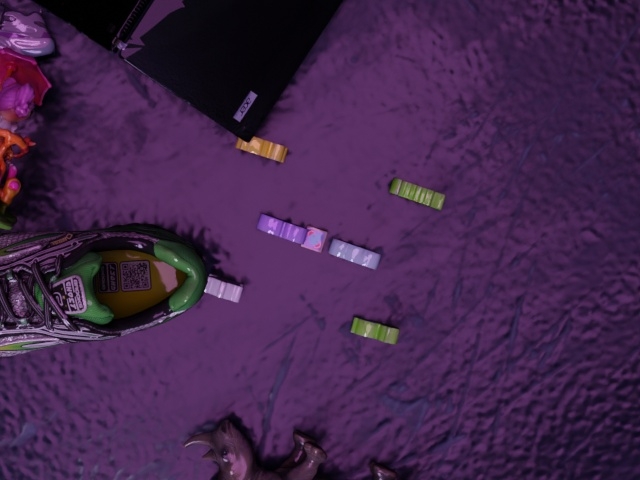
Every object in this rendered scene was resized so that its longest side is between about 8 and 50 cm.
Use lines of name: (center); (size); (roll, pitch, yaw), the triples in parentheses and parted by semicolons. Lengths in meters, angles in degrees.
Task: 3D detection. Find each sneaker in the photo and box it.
sneaker: (-0.270, 0.042, 1.124); (0.343, 0.146, 0.134); (-12, 91, -19)
sneaker: (-0.324, -0.209, 1.224); (0.098, 0.038, 0.069); (-16, 91, -10)

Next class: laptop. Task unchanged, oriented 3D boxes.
laptop: (-0.129, -0.273, 1.210); (0.264, 0.136, 0.234); (34, 91, 33)

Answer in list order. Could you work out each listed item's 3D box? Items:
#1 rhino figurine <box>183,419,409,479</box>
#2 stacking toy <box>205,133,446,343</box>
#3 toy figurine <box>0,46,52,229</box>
rhino figurine: (-0.027, 0.253, 1.227); (0.243, 0.073, 0.106); (22, 89, 0)
stacking toy: (0.000, 0.000, 1.227); (0.221, 0.052, 0.167); (17, 92, -2)
toy figurine: (-0.317, -0.108, 1.162); (0.130, 0.173, 0.159); (24, 91, -34)
